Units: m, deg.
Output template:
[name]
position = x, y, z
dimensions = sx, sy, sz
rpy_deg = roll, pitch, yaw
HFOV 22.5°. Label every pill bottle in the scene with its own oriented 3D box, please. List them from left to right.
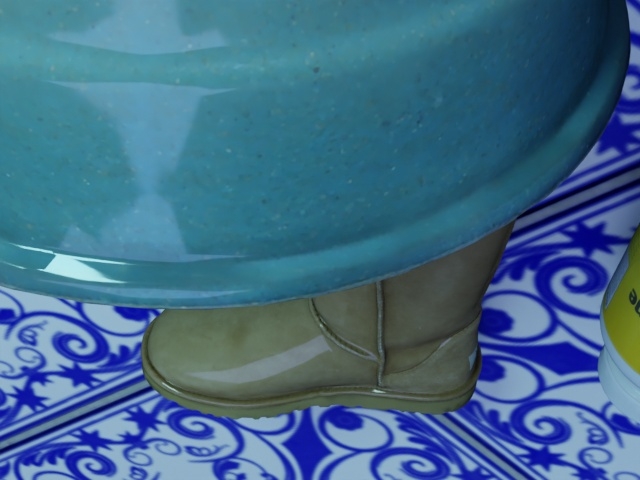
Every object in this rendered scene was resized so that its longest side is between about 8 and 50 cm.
[pill bottle]
position = 0.218, 0.030, 0.910
dimensions = 0.103, 0.103, 0.184
rpy_deg = 14, 142, 1

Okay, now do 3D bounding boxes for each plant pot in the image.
[plant pot]
position = -0.045, -0.211, 0.532
dimensions = 0.341, 0.341, 0.334
rpy_deg = 9, 135, 8

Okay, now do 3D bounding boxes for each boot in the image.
[boot]
position = 0.000, 0.000, 0.965
dimensions = 0.236, 0.089, 0.269
rpy_deg = -1, 143, -1
